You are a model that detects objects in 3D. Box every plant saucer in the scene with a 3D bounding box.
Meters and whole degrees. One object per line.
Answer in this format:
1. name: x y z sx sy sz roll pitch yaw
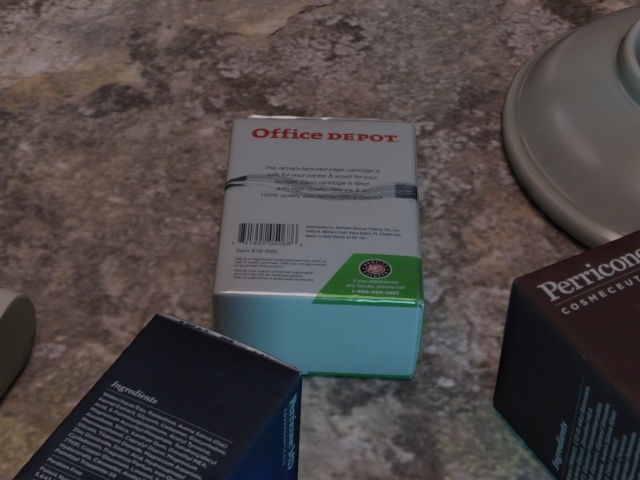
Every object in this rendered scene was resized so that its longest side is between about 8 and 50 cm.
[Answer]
1. plant saucer: 0.362 -0.116 1.238 0.401 0.100 0.400 2 43 -1

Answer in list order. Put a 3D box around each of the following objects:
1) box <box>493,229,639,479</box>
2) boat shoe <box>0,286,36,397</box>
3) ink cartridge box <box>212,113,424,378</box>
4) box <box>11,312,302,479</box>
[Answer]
1. box: 0.298 0.154 0.910 0.191 0.143 0.381 -21 45 -22
2. boat shoe: -0.283 0.110 0.986 0.081 0.079 0.227 8 37 20
3. ink cartridge box: 0.000 0.000 1.102 0.153 0.086 0.208 2 43 1
4. box: -0.104 0.172 0.859 0.108 0.153 0.207 21 46 19
